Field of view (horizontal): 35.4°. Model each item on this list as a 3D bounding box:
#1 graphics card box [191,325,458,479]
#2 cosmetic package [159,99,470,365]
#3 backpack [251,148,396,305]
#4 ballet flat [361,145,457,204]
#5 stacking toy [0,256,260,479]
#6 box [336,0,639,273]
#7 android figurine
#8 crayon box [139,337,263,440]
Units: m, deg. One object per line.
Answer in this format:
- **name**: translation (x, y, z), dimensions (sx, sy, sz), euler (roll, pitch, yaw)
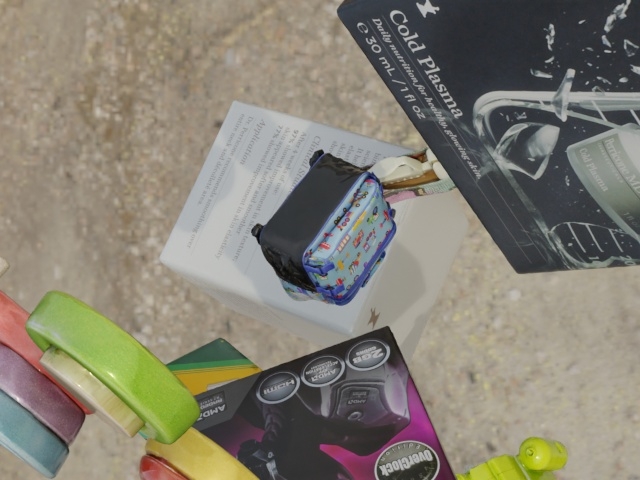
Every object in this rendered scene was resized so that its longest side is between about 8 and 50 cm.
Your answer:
- **graphics card box**: translation (0.012, 0.252, 0.859), dimensions (0.371, 0.232, 0.094), euler (-110, 1, -54)
- **cosmetic package**: translation (0.000, 0.000, 1.789), dimensions (0.393, 0.327, 0.329), euler (20, 78, 26)
- **backpack**: translation (0.018, 0.006, 1.193), dimensions (0.117, 0.158, 0.173), euler (24, 155, 31)
- **ballet flat**: translation (0.144, -0.104, 1.458), dimensions (0.221, 0.079, 0.077), euler (-17, 63, 16)
- **stacking toy**: translation (-0.202, 0.137, 0.734), dimensions (0.309, 0.130, 0.279), euler (27, 156, 26)
- **box**: translation (0.366, -0.230, 1.233), dimensions (0.471, 0.297, 0.480), euler (-9, 127, 49)
- **android figurine**: translation (0.205, 0.337, 1.298), dimensions (0.248, 0.273, 0.056), euler (-40, 60, 18)
- **crayon box**: translation (-0.109, 0.262, 1.344), dimensions (0.278, 0.165, 0.081), euler (35, 131, 30)
